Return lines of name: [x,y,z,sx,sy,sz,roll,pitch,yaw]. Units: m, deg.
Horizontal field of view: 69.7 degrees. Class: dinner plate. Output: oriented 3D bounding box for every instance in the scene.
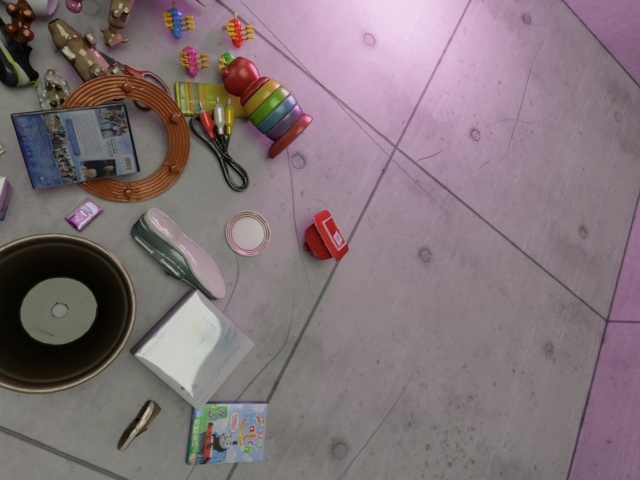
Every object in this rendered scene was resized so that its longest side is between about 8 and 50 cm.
dinner plate: [-0.222,-0.022,1.412,0.141,0.017,0.141,4,80,-25]

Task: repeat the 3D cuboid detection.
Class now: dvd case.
dvd case: [-0.598,-0.238,1.143,0.253,0.022,0.180,-15,114,-26]

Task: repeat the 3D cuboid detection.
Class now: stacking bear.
stacking bear: [-0.175,-0.424,1.400,0.289,0.164,0.175,45,57,-15]

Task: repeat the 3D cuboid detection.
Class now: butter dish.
butter dish: [0.000,0.000,1.470,0.159,0.118,0.160,60,22,-4]

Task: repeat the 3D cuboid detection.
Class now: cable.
cable: [-0.298,-0.283,1.377,0.140,0.072,0.287,-17,92,-29]

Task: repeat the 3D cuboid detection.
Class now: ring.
ring: [-0.512,-0.262,1.219,0.337,0.032,0.336,-11,113,-29]

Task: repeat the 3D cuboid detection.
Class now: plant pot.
plant pot: [-0.602,0.163,1.047,0.323,0.280,0.323,5,80,-26]

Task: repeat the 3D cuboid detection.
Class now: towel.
towel: [-0.327,-0.431,1.423,0.237,0.021,0.102,-5,90,-28]

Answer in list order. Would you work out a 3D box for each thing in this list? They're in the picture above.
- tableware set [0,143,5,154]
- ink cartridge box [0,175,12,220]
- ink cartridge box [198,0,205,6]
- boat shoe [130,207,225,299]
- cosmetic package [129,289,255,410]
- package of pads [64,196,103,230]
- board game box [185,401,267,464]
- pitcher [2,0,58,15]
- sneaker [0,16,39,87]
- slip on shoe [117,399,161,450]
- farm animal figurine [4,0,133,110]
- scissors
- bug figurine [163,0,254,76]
tableware set: [-0.877,-0.255,1.121,0.141,0.020,0.168,-30,95,-27]
ink cartridge box: [-0.776,-0.102,1.089,0.052,0.122,0.088,13,77,-24]
ink cartridge box: [-0.461,-0.729,1.254,0.261,0.296,0.066,39,102,-15]
boat shoe: [-0.395,0.054,1.290,0.099,0.116,0.319,-33,109,17]
cosmetic package: [-0.343,0.288,1.239,0.224,0.138,0.224,46,66,-12]
package of pads: [-0.623,-0.069,1.212,0.050,0.032,0.083,44,66,-11]
board game box: [-0.260,0.539,1.296,0.212,0.039,0.160,9,78,-26]
pitcher: [-0.787,-0.646,1.148,0.207,0.125,0.177,19,34,-20]
sneaker: [-0.799,-0.498,1.178,0.097,0.084,0.234,-26,97,-50]
slip on shoe: [-0.470,0.486,1.197,0.041,0.051,0.135,45,59,-27]
farm animal figurine: [-0.615,-0.516,1.207,0.330,0.172,0.326,-25,111,-22]
scissors: [-0.565,-0.498,1.314,0.297,0.021,0.109,45,75,-11]
bug figurine: [-0.343,-0.603,1.410,0.279,0.072,0.216,-4,90,-31]
